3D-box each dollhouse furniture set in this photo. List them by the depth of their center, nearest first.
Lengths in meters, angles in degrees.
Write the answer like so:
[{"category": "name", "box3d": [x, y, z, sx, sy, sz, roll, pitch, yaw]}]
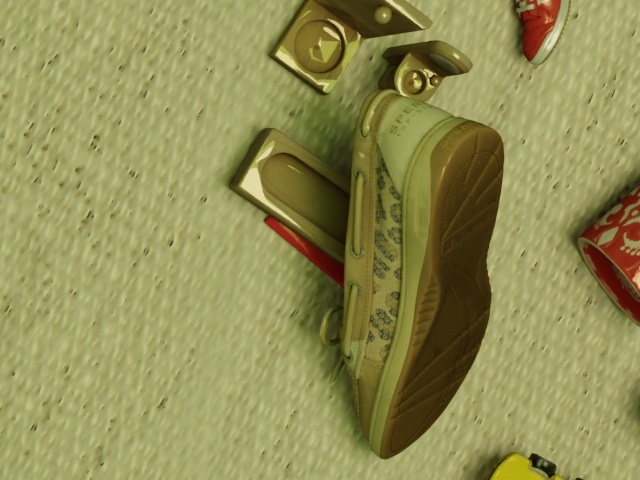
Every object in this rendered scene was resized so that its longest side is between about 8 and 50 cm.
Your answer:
[{"category": "dollhouse furniture set", "box3d": [0.028, -0.076, 1.306, 0.144, 0.123, 0.151, 34, 81, -17]}]

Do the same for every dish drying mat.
[{"category": "dish drying mat", "box3d": [0.000, 0.000, 1.372, 0.083, 0.008, 0.032, 40, 83, -17]}]

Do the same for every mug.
[{"category": "mug", "box3d": [0.293, -0.003, 1.409, 0.169, 0.113, 0.150, -37, 103, -7]}]

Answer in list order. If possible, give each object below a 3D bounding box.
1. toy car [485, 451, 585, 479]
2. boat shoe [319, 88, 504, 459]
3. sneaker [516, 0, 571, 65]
[{"category": "toy car", "box3d": [0.245, 0.225, 1.446, 0.225, 0.053, 0.239, -28, 103, -13]}, {"category": "boat shoe", "box3d": [0.059, 0.026, 1.320, 0.104, 0.089, 0.285, -30, 141, -43]}, {"category": "sneaker", "box3d": [0.148, -0.190, 1.379, 0.067, 0.042, 0.118, 16, 83, -22]}]
